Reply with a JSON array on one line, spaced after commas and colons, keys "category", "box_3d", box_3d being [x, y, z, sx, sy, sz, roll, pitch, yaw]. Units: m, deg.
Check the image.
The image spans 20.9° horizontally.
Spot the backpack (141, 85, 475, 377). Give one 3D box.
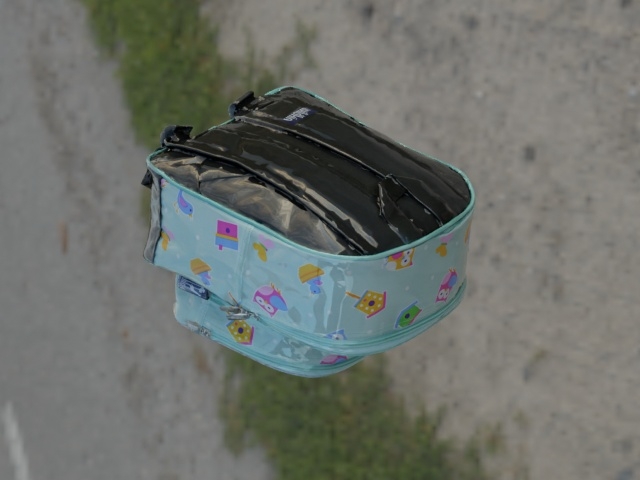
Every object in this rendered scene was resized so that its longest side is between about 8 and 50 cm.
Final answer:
[{"category": "backpack", "box_3d": [0.000, 0.000, 1.080, 0.188, 0.166, 0.144, 19, 121, 35]}]
